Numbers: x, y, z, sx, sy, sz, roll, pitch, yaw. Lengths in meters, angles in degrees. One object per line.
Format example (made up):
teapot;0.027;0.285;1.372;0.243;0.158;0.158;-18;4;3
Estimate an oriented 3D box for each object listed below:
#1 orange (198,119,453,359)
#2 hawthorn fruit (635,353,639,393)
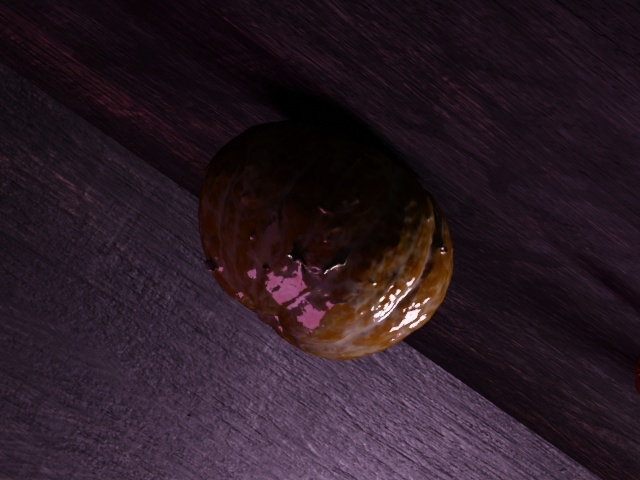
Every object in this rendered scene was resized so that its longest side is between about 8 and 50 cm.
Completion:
orange;0.000;0.000;1.987;0.329;0.249;0.329;36;166;10
hawthorn fruit;0.414;0.157;1.914;0.093;0.093;0.093;32;173;5
